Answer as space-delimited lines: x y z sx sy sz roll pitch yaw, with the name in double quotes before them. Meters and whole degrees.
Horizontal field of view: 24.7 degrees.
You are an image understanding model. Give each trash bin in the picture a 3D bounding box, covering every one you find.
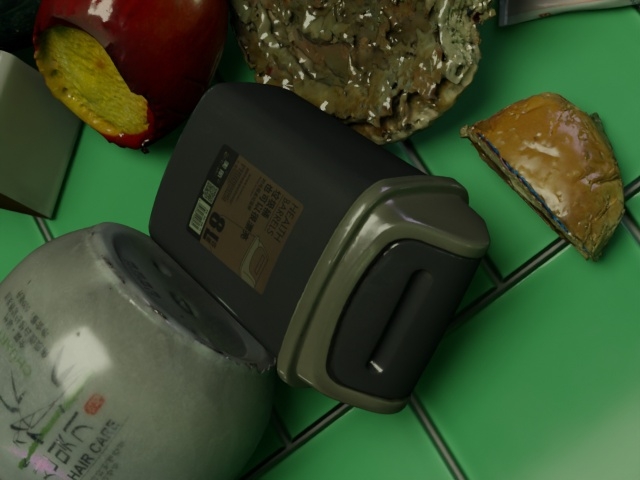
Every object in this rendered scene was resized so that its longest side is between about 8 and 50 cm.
"trash bin" 0.000 0.000 1.294 0.290 0.182 0.209 38 115 30

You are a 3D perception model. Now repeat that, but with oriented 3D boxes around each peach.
"peach" -0.193 -0.192 1.454 0.226 0.189 0.196 -60 30 23

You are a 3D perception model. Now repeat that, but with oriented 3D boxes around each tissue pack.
"tissue pack" -0.401 -0.128 1.573 0.246 0.159 0.136 13 79 31

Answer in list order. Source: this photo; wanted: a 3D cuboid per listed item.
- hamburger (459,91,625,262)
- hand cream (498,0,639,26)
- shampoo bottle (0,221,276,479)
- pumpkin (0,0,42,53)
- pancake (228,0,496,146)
"hamburger" 0.208 -0.074 1.280 0.102 0.087 0.176 -47 57 9
"hand cream" 0.262 -0.237 1.337 0.216 0.038 0.052 -2 46 31
"shampoo bottle" -0.196 0.146 1.314 0.273 0.273 0.266 43 100 31
"pumpkin" -0.342 -0.314 1.572 0.293 0.197 0.263 12 75 37
"pancake" 0.035 -0.268 1.364 0.382 0.071 0.382 10 103 45
